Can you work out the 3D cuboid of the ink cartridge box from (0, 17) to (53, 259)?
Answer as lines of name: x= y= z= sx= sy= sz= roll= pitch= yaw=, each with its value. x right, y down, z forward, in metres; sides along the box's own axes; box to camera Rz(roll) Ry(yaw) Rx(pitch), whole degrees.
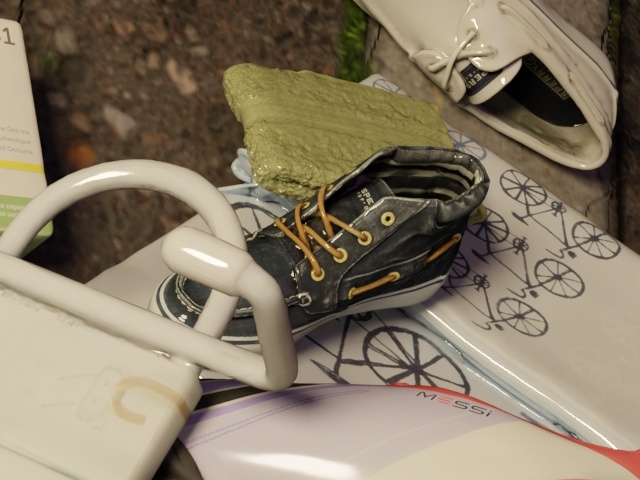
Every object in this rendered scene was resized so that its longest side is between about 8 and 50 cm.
ink cartridge box: x=-0.230 y=-0.104 z=0.723 sx=0.171 sy=0.056 sz=0.235 roll=6 pitch=62 yaw=-39

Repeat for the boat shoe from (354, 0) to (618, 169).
boat shoe: x=0.112 y=-0.134 z=1.024 sx=0.258 sy=0.095 sz=0.084 roll=27 pitch=44 yaw=-26

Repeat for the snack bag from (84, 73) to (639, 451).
snack bag: x=0.070 y=0.050 z=0.823 sx=0.323 sy=0.037 sz=0.342 roll=38 pitch=38 yaw=14

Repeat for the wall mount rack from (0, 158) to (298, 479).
wall mount rack: x=-0.188 y=0.062 z=0.556 sx=0.304 sy=0.130 sz=0.350 roll=20 pitch=62 yaw=18

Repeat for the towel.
towel: x=0.020 y=-0.053 z=0.862 sx=0.148 sy=0.027 sz=0.110 roll=9 pitch=38 yaw=-26

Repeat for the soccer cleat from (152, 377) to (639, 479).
soccer cleat: x=-0.003 y=0.105 z=0.657 sx=0.318 sy=0.109 sz=0.116 roll=13 pitch=40 yaw=18

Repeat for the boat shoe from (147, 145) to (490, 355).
boat shoe: x=0.000 y=0.000 z=0.748 sx=0.183 sy=0.083 sz=0.065 roll=-16 pitch=55 yaw=-35
